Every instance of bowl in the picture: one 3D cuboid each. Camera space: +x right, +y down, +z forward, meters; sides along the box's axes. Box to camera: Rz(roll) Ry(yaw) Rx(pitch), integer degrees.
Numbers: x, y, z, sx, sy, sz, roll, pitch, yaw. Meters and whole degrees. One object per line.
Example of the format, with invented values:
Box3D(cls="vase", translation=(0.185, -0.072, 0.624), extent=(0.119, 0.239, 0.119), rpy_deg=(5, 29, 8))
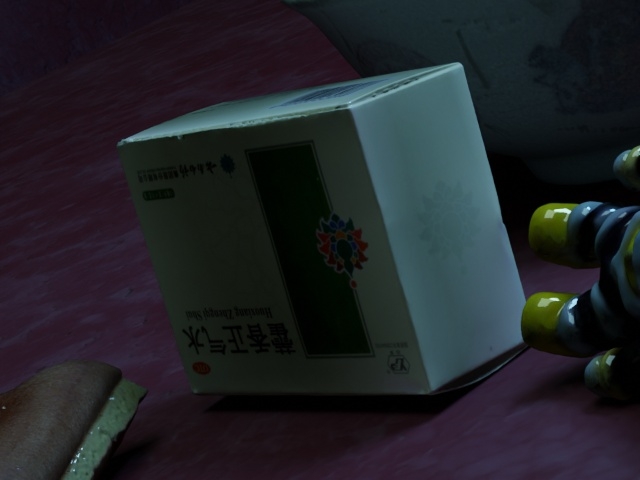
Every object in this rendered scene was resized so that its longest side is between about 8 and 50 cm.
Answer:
Box3D(cls="bowl", translation=(0.203, -0.160, 1.395), extent=(0.435, 0.196, 0.435), rpy_deg=(-19, 14, 5))

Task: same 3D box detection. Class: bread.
Box3D(cls="bread", translation=(-0.175, 0.129, 1.113), extent=(0.119, 0.067, 0.192), rpy_deg=(-8, 18, 17))

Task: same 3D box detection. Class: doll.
Box3D(cls="doll", translation=(0.203, 0.002, 0.902), extent=(0.316, 0.103, 0.145), rpy_deg=(-12, 45, 60))

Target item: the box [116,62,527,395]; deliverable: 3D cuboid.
Box3D(cls="box", translation=(0.000, 0.000, 1.135), extent=(0.095, 0.168, 0.212), rpy_deg=(-26, 14, -39))
